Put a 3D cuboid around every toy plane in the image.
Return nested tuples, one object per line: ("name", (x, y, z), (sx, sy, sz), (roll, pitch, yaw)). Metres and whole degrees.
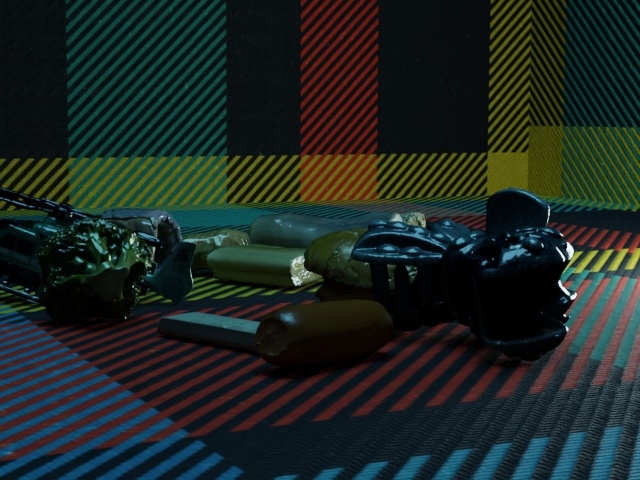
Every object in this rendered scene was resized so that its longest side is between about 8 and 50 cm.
("toy plane", (-0.375, 0.023, 1.767), (0.381, 0.155, 0.106), (18, 8, 8))

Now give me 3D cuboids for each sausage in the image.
("sausage", (0.009, 0.106, 1.340), (0.076, 0.076, 0.197), (6, 7, 42))

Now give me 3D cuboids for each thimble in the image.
("thimble", (-0.311, 0.009, 1.969), (0.117, 0.127, 0.151), (1, 12, 24))

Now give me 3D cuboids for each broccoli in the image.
("broccoli", (-0.309, 0.041, 1.599), (0.162, 0.146, 0.138), (-9, 18, -29))

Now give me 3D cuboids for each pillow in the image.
("pillow", (-0.359, 0.018, 1.882), (0.211, 0.135, 0.034), (2, -16, 22))

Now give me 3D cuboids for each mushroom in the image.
("mushroom", (0.000, 0.000, 2.083), (0.328, 0.122, 0.159), (3, -12, 31))

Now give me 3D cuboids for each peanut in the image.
("peanut", (-0.204, 0.023, 2.070), (0.174, 0.080, 0.080), (-11, 9, -15))

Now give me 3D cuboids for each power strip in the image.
("power strip", (-0.121, 0.115, 1.459), (0.252, 0.027, 0.060), (6, 8, 40))

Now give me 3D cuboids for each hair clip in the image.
("hair clip", (0.197, 0.051, 1.466), (0.206, 0.195, 0.310), (-20, 20, -38))

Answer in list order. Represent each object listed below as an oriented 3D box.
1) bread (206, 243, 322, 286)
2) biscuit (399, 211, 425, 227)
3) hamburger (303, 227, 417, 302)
("bread", (-0.084, 0.042, 1.982), (0.178, 0.060, 0.139), (4, 7, 35))
("biscuit", (0.190, -0.021, 2.471), (0.070, 0.082, 0.168), (-2, 7, 1))
("hamburger", (0.104, 0.047, 1.650), (0.261, 0.124, 0.131), (0, 7, 3))
